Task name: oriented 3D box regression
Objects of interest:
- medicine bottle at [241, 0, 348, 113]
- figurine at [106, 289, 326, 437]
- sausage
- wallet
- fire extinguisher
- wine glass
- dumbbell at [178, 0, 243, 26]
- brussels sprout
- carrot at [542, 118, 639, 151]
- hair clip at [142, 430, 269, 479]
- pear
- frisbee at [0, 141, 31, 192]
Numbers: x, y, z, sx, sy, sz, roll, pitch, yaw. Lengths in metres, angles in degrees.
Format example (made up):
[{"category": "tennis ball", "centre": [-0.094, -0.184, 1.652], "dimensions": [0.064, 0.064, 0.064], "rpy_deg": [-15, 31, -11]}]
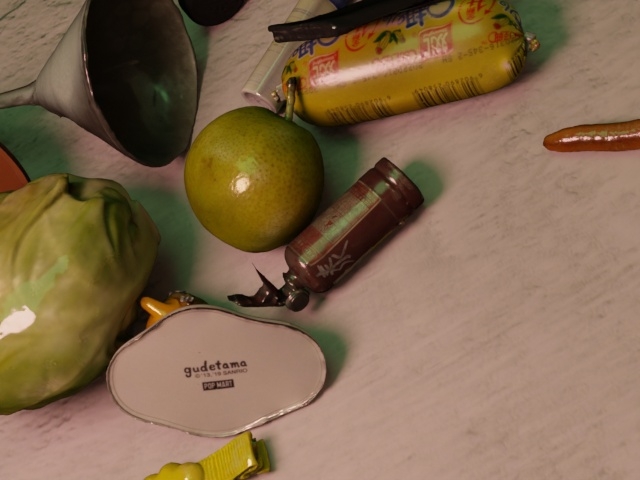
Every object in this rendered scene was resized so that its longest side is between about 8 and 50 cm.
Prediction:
[{"category": "medicine bottle", "centre": [-0.025, -0.278, 1.571], "dimensions": [0.059, 0.059, 0.231], "rpy_deg": [23, 74, 33]}, {"category": "figurine", "centre": [-0.118, 0.128, 1.379], "dimensions": [0.250, 0.167, 0.141], "rpy_deg": [3, 21, -1]}, {"category": "sausage", "centre": [0.098, -0.219, 1.441], "dimensions": [0.347, 0.123, 0.123], "rpy_deg": [-10, 59, 19]}, {"category": "wallet", "centre": [0.082, -0.296, 1.438], "dimensions": [0.285, 0.030, 0.146], "rpy_deg": [-26, 21, -29]}, {"category": "fire extinguisher", "centre": [-0.001, -0.001, 1.374], "dimensions": [0.252, 0.106, 0.075], "rpy_deg": [-42, 27, -3]}, {"category": "wine glass", "centre": [-0.399, -0.201, 1.604], "dimensions": [0.406, 0.267, 0.267], "rpy_deg": [-8, 60, 28]}, {"category": "dumbbell", "centre": [-0.191, -0.402, 1.696], "dimensions": [0.100, 0.100, 0.191], "rpy_deg": [-39, 55, 1]}, {"category": "brussels sprout", "centre": [-0.348, 0.072, 1.413], "dimensions": [0.328, 0.247, 0.328], "rpy_deg": [-16, 39, 13]}, {"category": "carrot", "centre": [0.371, -0.121, 1.307], "dimensions": [0.247, 0.043, 0.043], "rpy_deg": [-3, 62, 26]}, {"category": "hair clip", "centre": [-0.142, 0.277, 1.323], "dimensions": [0.173, 0.046, 0.072], "rpy_deg": [-26, 51, 13]}, {"category": "pear", "centre": [-0.067, -0.095, 1.418], "dimensions": [0.216, 0.166, 0.180], "rpy_deg": [-58, 37, 2]}, {"category": "frisbee", "centre": [-0.490, -0.080, 1.576], "dimensions": [0.250, 0.251, 0.021], "rpy_deg": [2, 42, 26]}]
